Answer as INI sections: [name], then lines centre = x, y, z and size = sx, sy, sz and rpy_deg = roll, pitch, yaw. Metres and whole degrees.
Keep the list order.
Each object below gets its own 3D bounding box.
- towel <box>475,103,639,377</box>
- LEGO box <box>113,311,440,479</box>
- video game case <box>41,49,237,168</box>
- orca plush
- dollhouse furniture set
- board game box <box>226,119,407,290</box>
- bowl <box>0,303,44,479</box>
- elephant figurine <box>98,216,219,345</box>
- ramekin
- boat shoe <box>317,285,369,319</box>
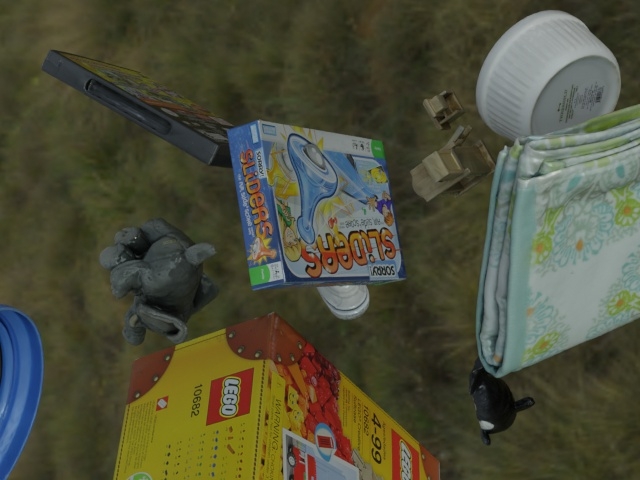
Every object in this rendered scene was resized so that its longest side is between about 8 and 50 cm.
[towel]
centre = 0.365, -0.006, 1.471
size = 0.090, 0.321, 0.374
rpy_deg = -126, 27, -43
[LEGO box]
centre = -0.039, 0.390, 1.132
size = 0.193, 0.372, 0.500
rpy_deg = -20, 46, 26
[video game case]
centre = -0.197, -0.164, 1.465
size = 0.035, 0.248, 0.275
rpy_deg = -62, -11, 9
[orca plush]
centre = 0.325, 0.266, 1.975
size = 0.287, 0.102, 0.151
rpy_deg = 69, -162, -51
[dollhouse furniture set]
centre = 0.169, -0.150, 1.780
size = 0.101, 0.182, 0.161
rpy_deg = -36, 75, 31
[board game box]
centre = 0.002, -0.027, 0.980
size = 0.035, 0.201, 0.136
rpy_deg = -14, 83, 32
[bowl]
centre = -0.575, 0.278, 1.742
size = 0.391, 0.077, 0.391
rpy_deg = 17, -90, -74
[elephant figurine]
centre = -0.251, 0.092, 1.840
size = 0.186, 0.169, 0.239
rpy_deg = 44, 156, 48
[ramekin]
centre = 0.344, -0.224, 1.655
size = 0.109, 0.207, 0.207
rpy_deg = 49, 135, 45
[boat shoe]
centre = 0.000, 0.000, 1.466
size = 0.226, 0.083, 0.075
rpy_deg = 52, 164, 36
